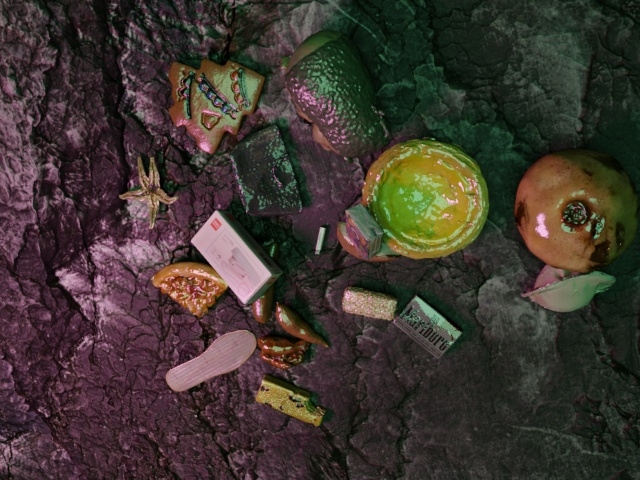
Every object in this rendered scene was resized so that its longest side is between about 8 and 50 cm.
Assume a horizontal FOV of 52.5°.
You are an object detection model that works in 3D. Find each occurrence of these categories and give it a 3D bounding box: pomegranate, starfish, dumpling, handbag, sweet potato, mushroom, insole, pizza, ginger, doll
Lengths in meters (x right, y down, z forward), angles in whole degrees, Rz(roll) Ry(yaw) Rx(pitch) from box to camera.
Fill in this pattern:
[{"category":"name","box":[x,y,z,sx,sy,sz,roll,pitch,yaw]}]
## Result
[{"category":"pomegranate","box":[0.655,-0.077,1.669,0.321,0.322,0.323,2,104,8]},{"category":"starfish","box":[-0.516,-0.146,1.949,0.216,0.050,0.224,0,92,15]},{"category":"dumpling","box":[0.676,0.117,1.769,0.246,0.172,0.142,-12,74,7]},{"category":"handbag","box":[-0.159,-0.188,1.873,0.175,0.089,0.271,-15,101,3]},{"category":"sweet potato","box":[-0.067,0.267,1.975,0.226,0.068,0.068,42,106,-17]},{"category":"mushroom","box":[0.136,0.018,1.867,0.209,0.094,0.072,24,68,5]},{"category":"sweet potato","box":[-0.170,0.125,1.953,0.077,0.077,0.244,7,98,7]},{"category":"insole","box":[-0.349,0.387,2.073,0.348,0.009,0.119,-29,98,14]},{"category":"pizza","box":[-0.389,0.155,1.981,0.292,0.058,0.197,4,117,18]},{"category":"ginger","box":[-0.115,0.349,1.993,0.162,0.073,0.103,4,105,7]},{"category":"doll","box":[0.044,-0.373,1.726,0.247,0.247,0.350,-34,103,15]}]

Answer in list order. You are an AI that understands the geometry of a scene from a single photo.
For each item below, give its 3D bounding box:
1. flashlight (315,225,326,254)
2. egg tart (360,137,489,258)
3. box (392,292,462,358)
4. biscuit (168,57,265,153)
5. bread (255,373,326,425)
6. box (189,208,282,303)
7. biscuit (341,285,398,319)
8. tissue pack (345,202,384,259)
[{"category":"flashlight","box":[0.000,0.000,1.919,0.018,0.018,0.083,14,105,6]},{"category":"egg tart","box":[0.286,-0.119,1.786,0.345,0.132,0.346,2,104,9]},{"category":"box","box":[0.316,0.252,1.922,0.177,0.036,0.115,39,106,-2]},{"category":"biscuit","box":[-0.296,-0.412,1.852,0.301,0.043,0.278,-24,99,14]},{"category":"bread","box":[-0.089,0.504,2.040,0.226,0.049,0.088,22,106,3]},{"category":"box","box":[-0.249,0.046,1.899,0.135,0.079,0.269,-46,74,17]},{"category":"biscuit","box":[0.146,0.183,1.915,0.168,0.070,0.082,10,98,8]},{"category":"tissue pack","box":[0.118,-0.023,1.758,0.060,0.148,0.109,-30,69,-10]}]
